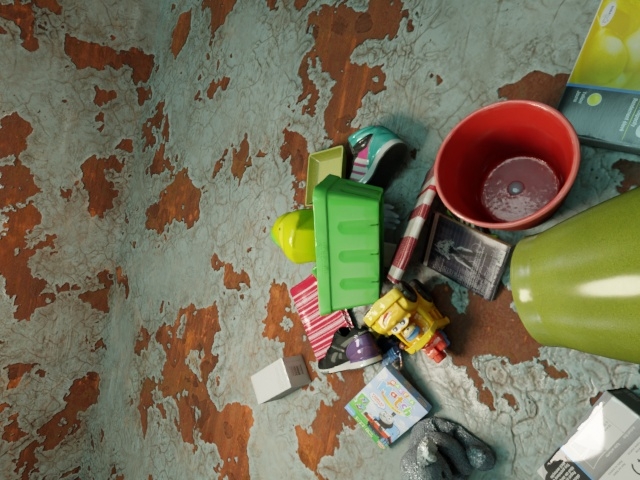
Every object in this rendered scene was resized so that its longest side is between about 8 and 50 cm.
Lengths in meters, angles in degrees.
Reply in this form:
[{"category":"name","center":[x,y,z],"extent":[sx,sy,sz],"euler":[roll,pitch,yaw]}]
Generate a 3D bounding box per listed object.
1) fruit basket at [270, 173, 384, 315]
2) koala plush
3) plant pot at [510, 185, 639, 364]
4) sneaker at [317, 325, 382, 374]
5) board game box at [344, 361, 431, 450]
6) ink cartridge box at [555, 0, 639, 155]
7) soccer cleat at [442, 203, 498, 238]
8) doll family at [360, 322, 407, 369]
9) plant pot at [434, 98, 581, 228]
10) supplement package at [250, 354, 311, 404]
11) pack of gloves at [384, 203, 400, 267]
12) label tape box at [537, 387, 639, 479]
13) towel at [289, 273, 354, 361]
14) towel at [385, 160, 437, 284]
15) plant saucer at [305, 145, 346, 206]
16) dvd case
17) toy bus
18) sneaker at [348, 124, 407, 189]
[{"category":"fruit basket","center":[0.000,0.000,1.222],"extent":[0.392,0.283,0.392],"euler":[4,110,12]},{"category":"koala plush","center":[0.268,0.547,1.027],"extent":[0.203,0.221,0.196],"euler":[37,109,38]},{"category":"plant pot","center":[0.570,0.069,0.769],"extent":[0.353,0.366,0.367],"euler":[-18,73,51]},{"category":"sneaker","center":[0.075,0.322,1.264],"extent":[0.283,0.107,0.124],"euler":[-34,70,52]},{"category":"board game box","center":[0.186,0.471,1.191],"extent":[0.160,0.039,0.211],"euler":[45,119,18]},{"category":"ink cartridge box","center":[0.688,-0.335,0.868],"extent":[0.307,0.072,0.304],"euler":[28,103,41]},{"category":"soccer cleat","center":[0.391,-0.056,1.105],"extent":[0.072,0.060,0.179],"euler":[-41,67,19]},{"category":"doll family","center":[0.189,0.283,1.229],"extent":[0.111,0.076,0.193],"euler":[-46,63,22]},{"category":"plant pot","center":[0.425,-0.138,0.940],"extent":[0.275,0.243,0.275],"euler":[-7,78,32]},{"category":"supplement package","center":[-0.140,0.484,1.466],"extent":[0.179,0.105,0.105],"euler":[-38,62,31]},{"category":"pack of gloves","center":[0.136,-0.038,1.292],"extent":[0.232,0.046,0.195],"euler":[17,115,26]},{"category":"label tape box","center":[0.618,0.478,0.759],"extent":[0.334,0.106,0.241],"euler":[48,119,48]},{"category":"towel","center":[0.005,0.247,1.395],"extent":[0.199,0.031,0.275],"euler":[-35,70,36]},{"category":"towel","center":[0.251,-0.047,1.091],"extent":[0.037,0.237,0.329],"euler":[22,91,6]},{"category":"plant saucer","center":[0.026,-0.211,1.427],"extent":[0.188,0.045,0.188],"euler":[0,86,52]},{"category":"dvd case","center":[0.369,0.038,1.093],"extent":[0.221,0.018,0.165],"euler":[32,130,38]},{"category":"toy bus","center":[0.244,0.224,1.095],"extent":[0.149,0.220,0.211],"euler":[-48,63,21]},{"category":"sneaker","center":[0.131,-0.239,1.307],"extent":[0.295,0.123,0.178],"euler":[-52,45,36]}]
